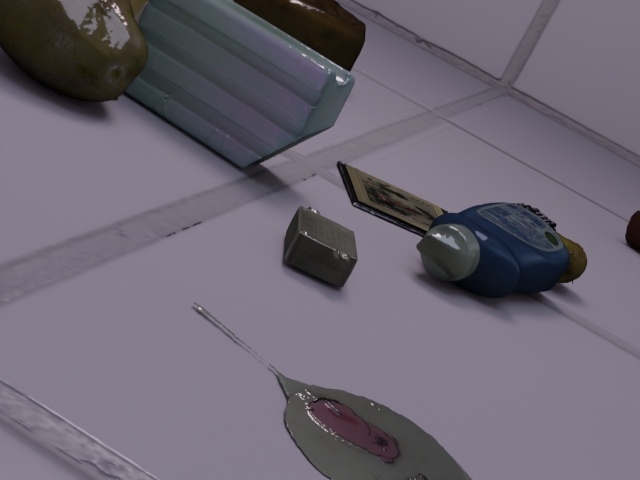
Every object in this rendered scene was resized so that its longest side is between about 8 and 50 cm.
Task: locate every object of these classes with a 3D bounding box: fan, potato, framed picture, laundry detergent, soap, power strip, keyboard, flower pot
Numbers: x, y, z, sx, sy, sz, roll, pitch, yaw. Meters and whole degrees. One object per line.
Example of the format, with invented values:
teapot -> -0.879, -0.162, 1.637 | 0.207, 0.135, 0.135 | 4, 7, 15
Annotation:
fan -> -0.001, 0.135, 1.041 | 0.310, 0.010, 0.182 | 36, 19, 25
potato -> 0.327, 0.017, 1.791 | 0.138, 0.070, 0.091 | 26, -11, -22
potato -> -0.312, -0.267, 1.523 | 0.178, 0.160, 0.235 | -32, 69, -27
framed picture -> 0.120, -0.050, 1.791 | 0.195, 0.010, 0.199 | 24, 17, -15
laundry detergent -> 0.219, 0.017, 1.620 | 0.143, 0.094, 0.290 | 46, 25, 21
soap -> -0.117, -0.213, 1.620 | 0.289, 0.173, 0.095 | 33, 17, 20
power strip -> 0.000, 0.000, 1.395 | 0.075, 0.042, 0.175 | 26, 15, -7
keyboard -> 0.337, -0.038, 2.075 | 0.072, 0.023, 0.231 | 38, 19, 23
flower pot -> 0.640, -0.015, 2.358 | 0.089, 0.111, 0.111 | 26, 13, 37

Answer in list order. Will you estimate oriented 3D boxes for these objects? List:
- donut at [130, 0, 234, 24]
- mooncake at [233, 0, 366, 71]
donut -> -0.277, -0.416, 1.930 | 0.307, 0.150, 0.371 | 14, 34, -25
mooncake -> -0.055, -0.414, 2.363 | 0.284, 0.155, 0.284 | 27, 15, -8
